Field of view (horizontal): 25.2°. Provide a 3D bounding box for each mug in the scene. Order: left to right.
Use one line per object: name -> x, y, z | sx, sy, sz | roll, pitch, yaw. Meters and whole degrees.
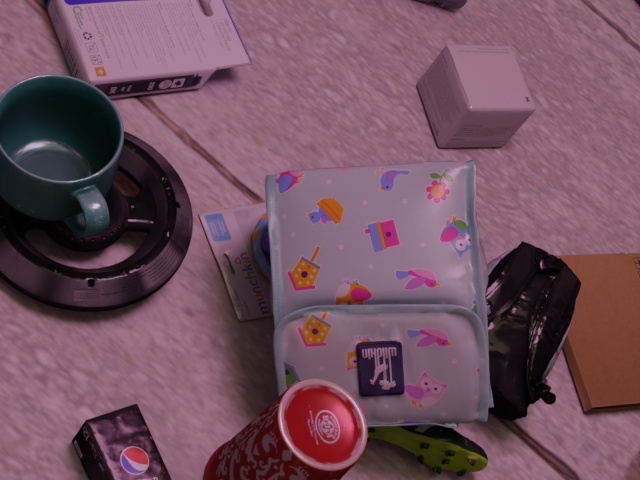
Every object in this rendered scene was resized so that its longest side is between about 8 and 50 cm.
mug -> -0.266, -0.074, 1.411 | 0.129, 0.097, 0.158 | 12, 56, -11
mug -> -0.018, 0.220, 1.360 | 0.150, 0.169, 0.113 | 48, 51, 8

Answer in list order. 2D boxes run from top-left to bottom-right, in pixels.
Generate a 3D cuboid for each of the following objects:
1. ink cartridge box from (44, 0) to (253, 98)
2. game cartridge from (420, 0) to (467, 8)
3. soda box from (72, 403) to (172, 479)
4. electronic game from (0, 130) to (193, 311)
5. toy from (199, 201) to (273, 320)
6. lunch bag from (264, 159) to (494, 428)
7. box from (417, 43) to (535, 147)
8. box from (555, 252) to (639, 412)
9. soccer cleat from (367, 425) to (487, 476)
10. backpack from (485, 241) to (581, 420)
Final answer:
ink cartridge box -> -0.209, -0.264, 1.650 | 0.208, 0.045, 0.206 | -10, 65, -31
game cartridge -> 0.065, -0.430, 1.864 | 0.294, 0.060, 0.196 | 13, 66, -20
soda box -> -0.170, 0.243, 1.342 | 0.060, 0.053, 0.169 | -15, 69, -34
electronic game -> -0.245, -0.029, 1.479 | 0.229, 0.048, 0.229 | 8, 56, -12
toy -> 0.000, 0.000, 1.582 | 0.237, 0.056, 0.137 | -8, 63, -31
lunch bag -> 0.059, 0.061, 1.450 | 0.223, 0.160, 0.262 | -2, 77, 3
box -> 0.192, -0.179, 1.772 | 0.101, 0.087, 0.102 | -2, 62, -28
box -> 0.354, 0.107, 1.717 | 0.164, 0.021, 0.201 | -1, 61, -28
soccer cleat -> 0.098, 0.193, 1.509 | 0.178, 0.060, 0.072 | 22, 51, -10
backpack -> 0.204, 0.091, 1.584 | 0.152, 0.115, 0.182 | 37, 66, -11
